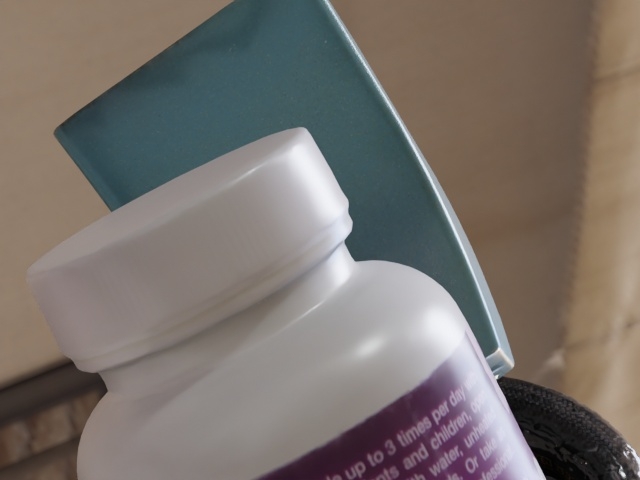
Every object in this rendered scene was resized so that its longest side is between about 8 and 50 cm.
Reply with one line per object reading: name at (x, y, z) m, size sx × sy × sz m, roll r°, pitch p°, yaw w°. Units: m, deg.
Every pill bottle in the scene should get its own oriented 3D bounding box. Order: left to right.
pill bottle at (0.007, 0.115, 0.768) m, size 0.169 × 0.169 × 0.301 m, roll -12°, pitch -73°, yaw 59°

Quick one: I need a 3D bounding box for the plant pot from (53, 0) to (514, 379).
plant pot at (0.000, 0.000, 1.087) m, size 0.234 × 0.165 × 0.165 m, roll 55°, pitch 3°, yaw 13°

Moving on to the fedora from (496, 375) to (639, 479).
fedora at (0.111, 0.264, 1.474) m, size 0.334 × 0.334 × 0.152 m, roll 46°, pitch -1°, yaw 34°
